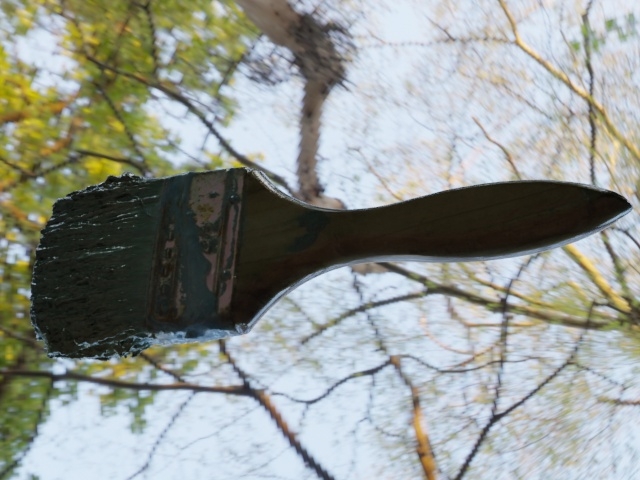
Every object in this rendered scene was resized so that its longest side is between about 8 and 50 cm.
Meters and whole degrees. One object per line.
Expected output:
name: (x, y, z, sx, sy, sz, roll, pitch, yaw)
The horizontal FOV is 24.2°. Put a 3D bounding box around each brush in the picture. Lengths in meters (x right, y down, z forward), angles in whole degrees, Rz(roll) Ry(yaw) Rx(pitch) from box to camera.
brush: (0.000, 0.000, 0.474, 0.196, 0.021, 0.070, -6, -125, 15)
